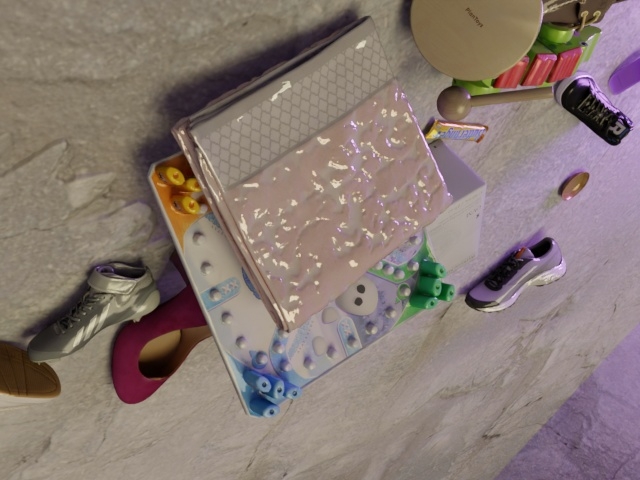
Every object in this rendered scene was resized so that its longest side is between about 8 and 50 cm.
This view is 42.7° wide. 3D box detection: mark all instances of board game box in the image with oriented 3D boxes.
[{"bbox_3d":[0.000,0.000,1.166,0.390,0.050,0.390,-29,109,-27],"label":"board game box"}]

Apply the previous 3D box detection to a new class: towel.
[{"bbox_3d":[0.009,-0.093,1.102,0.332,0.053,0.317,-36,113,-23],"label":"towel"}]

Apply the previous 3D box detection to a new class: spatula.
[{"bbox_3d":[0.700,-0.406,1.639,0.296,0.030,0.084,-46,145,10],"label":"spatula"}]

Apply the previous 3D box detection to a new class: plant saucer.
[{"bbox_3d":[0.581,-0.128,1.878,0.083,0.015,0.083,-27,147,-20],"label":"plant saucer"}]

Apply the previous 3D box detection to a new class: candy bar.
[{"bbox_3d":[0.241,-0.193,1.448,0.161,0.018,0.040,-3,133,-43],"label":"candy bar"}]

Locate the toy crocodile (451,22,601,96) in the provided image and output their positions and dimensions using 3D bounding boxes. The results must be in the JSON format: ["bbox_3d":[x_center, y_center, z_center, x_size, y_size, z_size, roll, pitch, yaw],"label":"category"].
[{"bbox_3d":[0.343,-0.296,1.341,0.340,0.105,0.115,-16,142,-33],"label":"toy crocodile"}]

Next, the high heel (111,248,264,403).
[{"bbox_3d":[-0.215,0.169,1.275,0.127,0.181,0.377,-5,134,-42],"label":"high heel"}]

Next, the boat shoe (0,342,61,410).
[{"bbox_3d":[-0.495,0.198,1.113,0.277,0.098,0.096,18,118,-43],"label":"boat shoe"}]

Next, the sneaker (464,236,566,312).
[{"bbox_3d":[0.457,0.079,1.954,0.271,0.100,0.108,-29,122,-11],"label":"sneaker"}]

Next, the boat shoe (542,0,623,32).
[{"bbox_3d":[0.421,-0.387,1.282,0.324,0.096,0.116,-28,-173,-22],"label":"boat shoe"}]

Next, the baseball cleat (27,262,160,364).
[{"bbox_3d":[-0.337,0.096,1.184,0.206,0.072,0.109,-28,131,-21],"label":"baseball cleat"}]

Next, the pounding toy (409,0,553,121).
[{"bbox_3d":[0.229,-0.308,1.194,0.183,0.110,0.237,-13,111,12],"label":"pounding toy"}]

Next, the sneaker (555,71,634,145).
[{"bbox_3d":[0.546,-0.250,1.590,0.079,0.121,0.217,-51,146,17],"label":"sneaker"}]

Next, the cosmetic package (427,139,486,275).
[{"bbox_3d":[0.165,-0.020,1.474,0.224,0.138,0.224,-30,148,-14],"label":"cosmetic package"}]
